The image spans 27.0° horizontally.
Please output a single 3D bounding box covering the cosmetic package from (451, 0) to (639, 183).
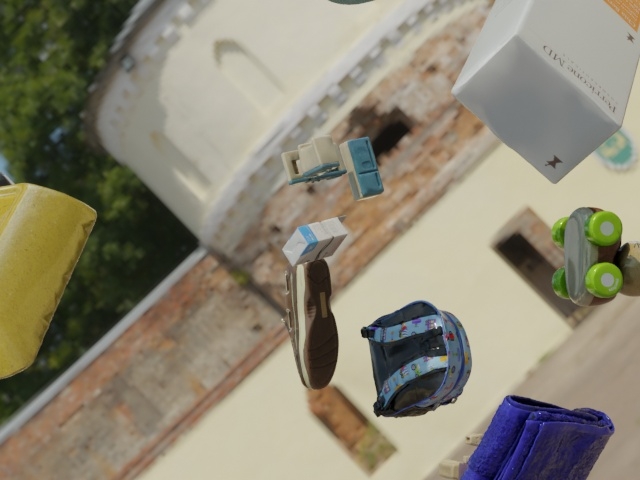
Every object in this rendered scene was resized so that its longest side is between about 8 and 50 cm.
[{"bbox_3d":[0.395,-0.320,2.213,0.161,0.230,0.453,-43,12,37],"label":"cosmetic package"}]

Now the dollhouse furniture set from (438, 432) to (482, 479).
[{"bbox_3d":[0.256,0.365,2.216,0.081,0.090,0.114,6,-6,-24],"label":"dollhouse furniture set"}]

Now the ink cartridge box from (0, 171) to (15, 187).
[{"bbox_3d":[-0.598,0.034,2.146,0.304,0.072,0.307,-42,-2,-13],"label":"ink cartridge box"}]

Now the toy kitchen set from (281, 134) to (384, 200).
[{"bbox_3d":[0.049,-0.142,2.619,0.207,0.122,0.166,-14,-4,-31],"label":"toy kitchen set"}]

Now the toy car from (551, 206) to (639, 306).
[{"bbox_3d":[0.462,0.025,1.994,0.189,0.148,0.155,1,-3,-12],"label":"toy car"}]

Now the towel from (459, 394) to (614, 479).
[{"bbox_3d":[0.265,0.359,1.791,0.228,0.076,0.308,14,-72,-41],"label":"towel"}]

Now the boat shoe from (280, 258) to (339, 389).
[{"bbox_3d":[-0.027,0.160,2.571,0.095,0.257,0.095,6,-9,-44],"label":"boat shoe"}]

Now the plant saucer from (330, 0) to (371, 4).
[{"bbox_3d":[0.074,-0.397,1.801,0.195,0.037,0.195,-21,-24,-10],"label":"plant saucer"}]

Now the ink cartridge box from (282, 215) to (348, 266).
[{"bbox_3d":[0.000,0.000,1.638,0.083,0.028,0.048,-15,-27,-40],"label":"ink cartridge box"}]

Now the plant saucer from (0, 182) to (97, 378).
[{"bbox_3d":[-0.443,0.041,1.456,0.333,0.081,0.332,-8,30,10],"label":"plant saucer"}]

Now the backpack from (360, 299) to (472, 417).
[{"bbox_3d":[0.153,0.166,1.915,0.117,0.158,0.173,5,-24,-33],"label":"backpack"}]
